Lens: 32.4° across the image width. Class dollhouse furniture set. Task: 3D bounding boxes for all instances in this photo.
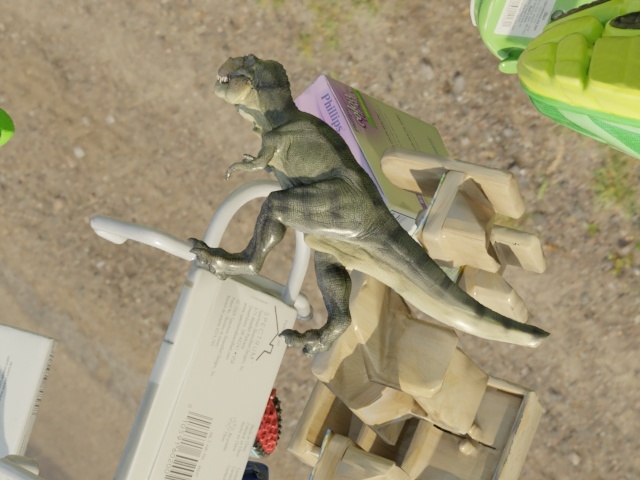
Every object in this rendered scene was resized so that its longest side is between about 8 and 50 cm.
[{"bbox_3d":[0.057,0.143,1.153,0.256,0.362,0.394,15,161,28],"label":"dollhouse furniture set"}]

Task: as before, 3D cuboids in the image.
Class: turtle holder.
[{"bbox_3d":[0.405,-0.435,1.868,0.243,0.320,0.227,67,-175,-45],"label":"turtle holder"}]

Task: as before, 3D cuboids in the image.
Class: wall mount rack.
[{"bbox_3d":[-0.093,0.127,0.918,0.130,0.304,0.350,12,79,42],"label":"wall mount rack"}]

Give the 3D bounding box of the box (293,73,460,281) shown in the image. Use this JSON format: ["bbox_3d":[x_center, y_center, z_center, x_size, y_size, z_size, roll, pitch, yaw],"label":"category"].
[{"bbox_3d":[0.079,-0.065,1.397,0.117,0.243,0.214,-41,55,26],"label":"box"}]

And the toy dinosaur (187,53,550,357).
[{"bbox_3d":[0.000,0.000,0.664,0.268,0.118,0.064,46,-177,12],"label":"toy dinosaur"}]

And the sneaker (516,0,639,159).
[{"bbox_3d":[0.212,-0.029,0.488,0.295,0.109,0.123,28,141,33],"label":"sneaker"}]

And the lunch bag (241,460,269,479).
[{"bbox_3d":[-0.102,0.292,1.288,0.067,0.098,0.065,-95,12,-67],"label":"lunch bag"}]

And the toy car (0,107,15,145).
[{"bbox_3d":[-0.406,-0.108,1.053,0.239,0.225,0.053,52,126,38],"label":"toy car"}]

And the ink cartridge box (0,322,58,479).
[{"bbox_3d":[-0.563,0.245,1.496,0.330,0.324,0.071,16,170,0],"label":"ink cartridge box"}]

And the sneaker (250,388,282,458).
[{"bbox_3d":[-0.160,0.244,1.796,0.125,0.104,0.262,-15,111,42],"label":"sneaker"}]
